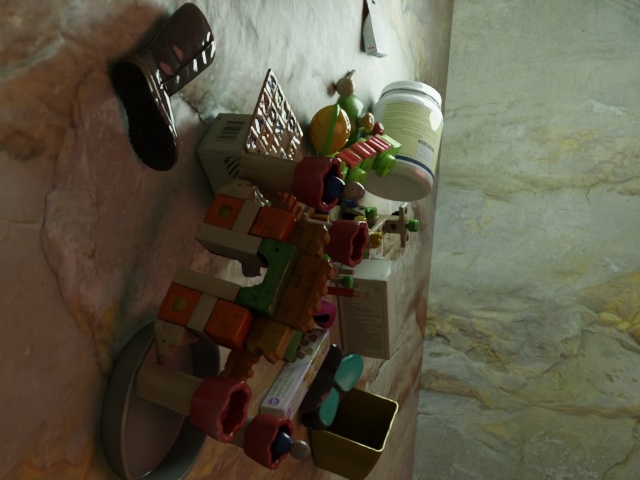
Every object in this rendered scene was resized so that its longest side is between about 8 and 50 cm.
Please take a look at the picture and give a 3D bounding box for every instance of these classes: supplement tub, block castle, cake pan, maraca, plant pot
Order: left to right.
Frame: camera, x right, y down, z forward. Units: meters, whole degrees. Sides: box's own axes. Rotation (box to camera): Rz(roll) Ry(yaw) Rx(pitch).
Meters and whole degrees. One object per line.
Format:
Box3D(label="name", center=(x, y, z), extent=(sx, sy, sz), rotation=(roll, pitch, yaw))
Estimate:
Box3D(label="cake pan", center=(-0.249, 0.254, 1.071), extent=(0.293, 0.054, 0.294), rotation=(6, 90, -72))
Box3D(label="block castle", center=(-0.065, 0.107, 1.068), extent=(0.454, 0.212, 0.303), rotation=(-67, 156, -21))
Box3D(label="maraca", center=(0.018, -0.262, 1.649), extent=(0.186, 0.099, 0.127), rotation=(125, -18, -72))
Box3D(label="plant pot", center=(0.087, 0.574, 1.966), extent=(0.212, 0.212, 0.187), rotation=(-53, 157, -58))
Box3D(label="supplement tub", center=(0.258, -0.311, 2.117), extent=(0.235, 0.235, 0.325), rotation=(57, 43, -62))

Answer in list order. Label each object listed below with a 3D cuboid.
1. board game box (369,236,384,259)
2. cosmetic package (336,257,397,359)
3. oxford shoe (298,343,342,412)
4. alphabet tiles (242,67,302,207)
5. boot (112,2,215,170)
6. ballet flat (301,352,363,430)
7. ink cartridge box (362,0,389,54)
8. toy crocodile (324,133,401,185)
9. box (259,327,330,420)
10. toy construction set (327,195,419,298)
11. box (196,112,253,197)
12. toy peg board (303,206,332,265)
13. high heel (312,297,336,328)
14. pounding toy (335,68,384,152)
Box3D(label="board game box", center=(0.179, 0.006, 2.308), extent=(0.259, 0.039, 0.124), rotation=(-26, 121, -72))
Box3D(label="cosmetic package", center=(0.146, 0.210, 2.075), extent=(0.113, 0.160, 0.310), rotation=(-59, 151, -53))
Box3D(label="oxford shoe", center=(-0.008, 0.382, 1.817), extent=(0.212, 0.076, 0.076), rotation=(-56, -173, -38))
Box3D(label="alphabet tiles", center=(-0.090, -0.147, 1.190), extent=(0.198, 0.009, 0.237), rotation=(60, 41, -60))
Box3D(label="boot", center=(-0.218, -0.232, 1.006), extent=(0.209, 0.076, 0.190), rotation=(-71, 161, -52))
Box3D(label="ballet flat", center=(0.024, 0.418, 1.882), extent=(0.095, 0.096, 0.280), rotation=(54, 41, -11))
Box3D(label="ink cartridge box", center=(0.157, -0.653, 2.049), extent=(0.145, 0.045, 0.180), rotation=(-27, 103, -68))
Box3D(label="toy crocodile", center=(0.109, -0.217, 1.777), extent=(0.340, 0.115, 0.105), rotation=(-31, 152, -44))
Box3D(label="box", center=(-0.056, 0.331, 1.656), extent=(0.324, 0.063, 0.067), rotation=(-54, 144, -56))
Box3D(label="toy construction set", center=(0.141, 0.009, 1.867), extent=(0.257, 0.237, 0.309), rotation=(10, 86, -72))
Box3D(label="box", center=(-0.131, -0.095, 1.247), extent=(0.275, 0.094, 0.113), rotation=(74, 29, -48))
Box3D(label="toy peg board", center=(0.000, 0.000, 1.694), extent=(0.161, 0.079, 0.161), rotation=(-56, 147, -54))
Box3D(label="high heel", center=(-0.012, 0.188, 1.686), extent=(0.244, 0.082, 0.117), rotation=(85, 16, -54))
Box3D(label="pounding toy", center=(0.116, -0.346, 1.881), extent=(0.183, 0.110, 0.237), rotation=(-50, 143, -59))
